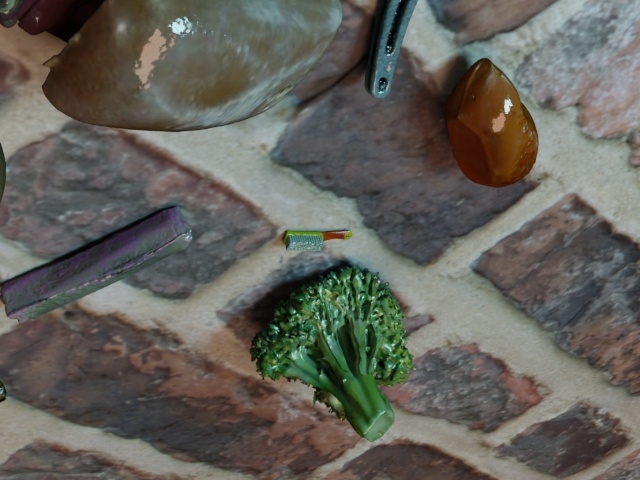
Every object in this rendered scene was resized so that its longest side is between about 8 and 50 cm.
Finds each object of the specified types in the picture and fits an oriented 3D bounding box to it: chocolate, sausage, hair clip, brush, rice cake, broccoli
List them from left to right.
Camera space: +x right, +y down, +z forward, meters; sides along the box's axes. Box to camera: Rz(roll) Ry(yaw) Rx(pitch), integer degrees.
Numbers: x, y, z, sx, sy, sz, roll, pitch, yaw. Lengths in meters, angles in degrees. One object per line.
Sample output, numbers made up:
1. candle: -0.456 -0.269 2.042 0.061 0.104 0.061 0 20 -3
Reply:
1. rice cake: -0.223 0.025 1.294 0.206 0.047 0.036 -23 162 5
2. chocolate: -0.087 -0.138 1.043 0.261 0.083 0.161 -13 155 -50
3. brush: 0.000 0.000 1.408 0.083 0.021 0.019 -3 140 -28
4. broccoli: 0.026 0.149 1.482 0.194 0.194 0.220 -20 141 -4
5. hair clip: 0.085 -0.224 1.114 0.048 0.083 0.275 -13 153 -23
6. sausage: 0.171 -0.110 1.294 0.089 0.089 0.179 -25 149 4

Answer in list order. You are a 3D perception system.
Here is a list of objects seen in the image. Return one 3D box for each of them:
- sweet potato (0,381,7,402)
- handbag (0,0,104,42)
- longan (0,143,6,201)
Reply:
1. sweet potato: -0.453 0.197 1.390 0.233 0.062 0.081 -26 162 -1
2. handbag: -0.192 -0.238 0.912 0.203 0.074 0.216 19 129 -45
3. longan: -0.337 -0.052 1.004 0.187 0.167 0.167 1 142 -51
